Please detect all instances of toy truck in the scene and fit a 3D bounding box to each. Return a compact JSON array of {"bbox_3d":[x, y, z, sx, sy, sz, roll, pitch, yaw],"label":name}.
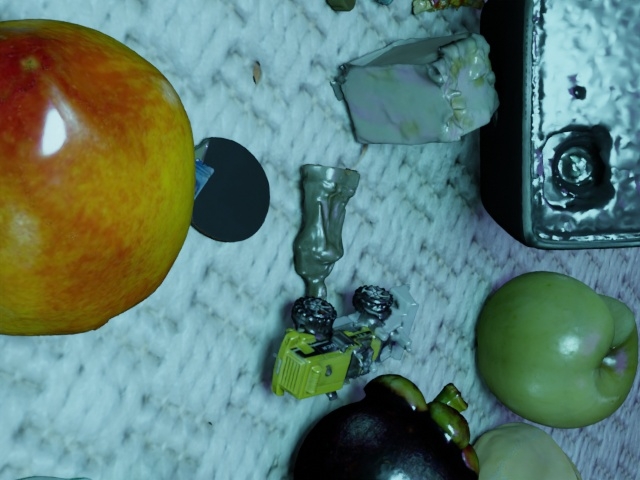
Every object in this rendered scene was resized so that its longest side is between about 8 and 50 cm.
[{"bbox_3d":[0.048,0.146,1.092,0.286,0.111,0.136,-12,126,-43],"label":"toy truck"}]

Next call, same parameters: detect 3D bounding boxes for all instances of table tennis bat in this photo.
[{"bbox_3d":[-0.143,-0.077,0.975,0.220,0.019,0.130,31,70,-43],"label":"table tennis bat"}]

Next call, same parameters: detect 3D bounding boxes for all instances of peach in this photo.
[{"bbox_3d":[-0.245,-0.049,0.674,0.289,0.308,0.288,-4,99,-28],"label":"peach"}]

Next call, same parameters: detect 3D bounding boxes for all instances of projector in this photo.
[{"bbox_3d":[0.394,-0.208,1.217,0.405,0.242,0.395,-81,167,-79],"label":"projector"}]

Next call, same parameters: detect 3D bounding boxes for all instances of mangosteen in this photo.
[{"bbox_3d":[0.113,0.326,1.086,0.302,0.275,0.275,-48,124,-23],"label":"mangosteen"}]

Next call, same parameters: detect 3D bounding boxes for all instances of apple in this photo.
[{"bbox_3d":[0.426,0.194,1.401,0.292,0.254,0.291,-3,94,-42],"label":"apple"}]

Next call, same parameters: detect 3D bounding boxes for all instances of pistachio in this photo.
[{"bbox_3d":[0.347,0.483,1.352,0.229,0.238,0.321,54,36,-40],"label":"pistachio"}]

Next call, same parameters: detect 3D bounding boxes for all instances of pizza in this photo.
[{"bbox_3d":[0.217,-0.443,1.291,0.188,0.062,0.199,52,58,-32],"label":"pizza"}]

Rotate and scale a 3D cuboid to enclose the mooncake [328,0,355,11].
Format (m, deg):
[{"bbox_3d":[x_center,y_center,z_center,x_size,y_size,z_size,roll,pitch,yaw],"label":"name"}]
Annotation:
[{"bbox_3d":[-0.055,-0.431,1.018,0.346,0.057,0.150,54,44,-29],"label":"mooncake"}]

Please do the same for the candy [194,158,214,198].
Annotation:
[{"bbox_3d":[-0.191,-0.049,0.904,0.088,0.038,0.136,37,83,-38],"label":"candy"}]

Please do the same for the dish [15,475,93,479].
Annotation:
[{"bbox_3d":[-0.290,0.367,0.809,0.224,0.078,0.246,-42,121,-37],"label":"dish"}]

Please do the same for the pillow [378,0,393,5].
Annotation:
[{"bbox_3d":[0.092,-0.493,1.155,0.214,0.086,0.233,53,54,-46],"label":"pillow"}]

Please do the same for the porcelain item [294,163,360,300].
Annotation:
[{"bbox_3d":[0.000,0.000,1.099,0.081,0.069,0.215,6,93,-50],"label":"porcelain item"}]

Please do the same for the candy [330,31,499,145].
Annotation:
[{"bbox_3d":[0.144,-0.223,1.143,0.185,0.195,0.137,-35,121,-43],"label":"candy"}]
